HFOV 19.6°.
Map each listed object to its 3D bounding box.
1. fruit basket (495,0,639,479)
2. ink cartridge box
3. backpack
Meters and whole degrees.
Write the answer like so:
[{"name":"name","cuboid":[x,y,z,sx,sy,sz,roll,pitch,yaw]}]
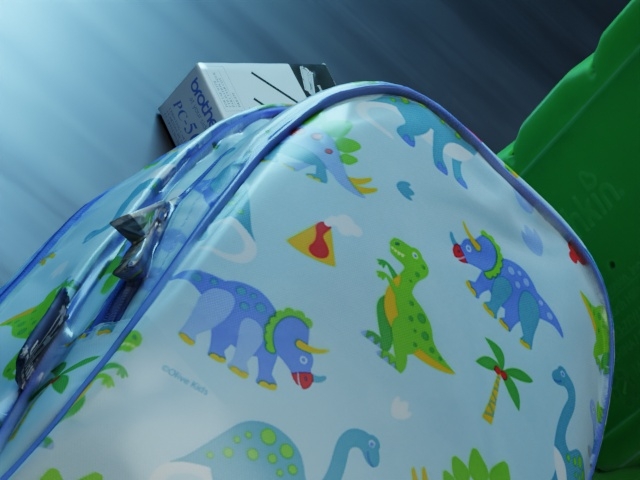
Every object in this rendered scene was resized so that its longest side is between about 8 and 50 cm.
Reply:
[{"name":"fruit basket","cuboid":[0.278,-0.021,1.002,0.392,0.392,0.283,-15,68,-48]},{"name":"ink cartridge box","cuboid":[0.000,0.000,0.986,0.097,0.046,0.207,-6,61,-44]},{"name":"backpack","cuboid":[-0.026,0.100,0.737,0.290,0.273,0.355,40,27,-9]}]
